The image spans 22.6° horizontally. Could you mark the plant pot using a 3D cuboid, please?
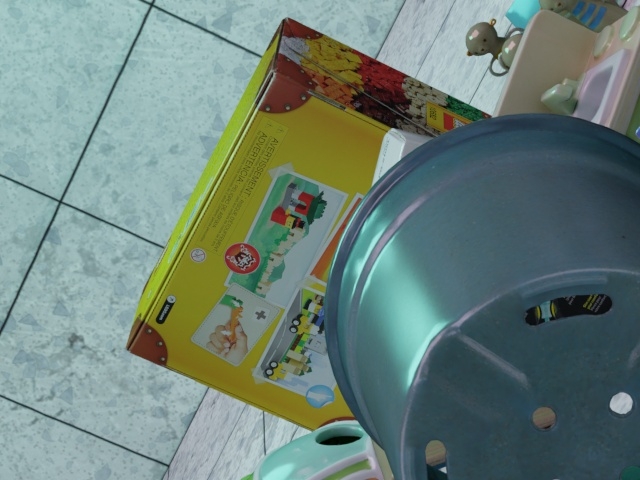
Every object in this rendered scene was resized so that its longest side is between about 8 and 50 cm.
[{"bbox_3d":[0.175,0.098,1.189,0.341,0.341,0.334,-63,6,11],"label":"plant pot"}]

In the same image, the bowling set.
[{"bbox_3d":[0.298,-0.270,1.984,0.287,0.154,0.200,-59,12,34],"label":"bowling set"}]

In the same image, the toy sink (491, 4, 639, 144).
[{"bbox_3d":[0.294,-0.116,1.444,0.153,0.234,0.131,-68,10,-16],"label":"toy sink"}]

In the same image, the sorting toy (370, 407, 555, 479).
[{"bbox_3d":[0.159,0.169,1.734,0.229,0.041,0.307,-23,15,1],"label":"sorting toy"}]

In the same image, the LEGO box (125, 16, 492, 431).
[{"bbox_3d":[0.000,0.000,2.259,0.500,0.372,0.193,-60,12,27],"label":"LEGO box"}]

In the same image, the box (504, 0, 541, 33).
[{"bbox_3d":[0.347,-0.369,2.089,0.100,0.060,0.244,-14,-33,-44],"label":"box"}]

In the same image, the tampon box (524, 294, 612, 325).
[{"bbox_3d":[0.229,0.036,1.623,0.120,0.161,0.101,-61,11,22],"label":"tampon box"}]

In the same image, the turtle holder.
[{"bbox_3d":[0.040,0.324,1.842,0.227,0.243,0.320,-46,-23,19],"label":"turtle holder"}]

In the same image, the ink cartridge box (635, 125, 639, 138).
[{"bbox_3d":[0.359,-0.146,1.205,0.311,0.065,0.186,-26,-22,-44],"label":"ink cartridge box"}]

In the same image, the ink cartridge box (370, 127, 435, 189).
[{"bbox_3d":[0.171,-0.009,1.723,0.100,0.237,0.172,-121,44,-77],"label":"ink cartridge box"}]
